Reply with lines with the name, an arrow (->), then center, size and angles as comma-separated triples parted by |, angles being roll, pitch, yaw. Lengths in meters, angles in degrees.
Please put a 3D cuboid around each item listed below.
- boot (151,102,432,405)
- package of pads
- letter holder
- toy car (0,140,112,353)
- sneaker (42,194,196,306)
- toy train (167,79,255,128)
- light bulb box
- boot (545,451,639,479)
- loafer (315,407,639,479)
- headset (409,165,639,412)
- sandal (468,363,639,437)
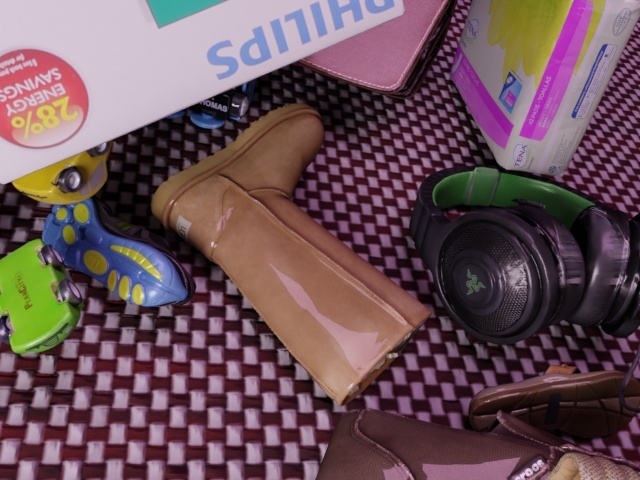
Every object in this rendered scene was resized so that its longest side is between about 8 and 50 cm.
boot -> 0.000, 0.000, 0.690 | 0.269, 0.089, 0.236 | 40, 60, 19
package of pads -> 0.262, -0.253, 0.861 | 0.101, 0.229, 0.296 | 6, 35, -10
letter holder -> -0.002, -0.288, 0.903 | 0.302, 0.152, 0.214 | 27, 73, 8
toy car -> -0.245, 0.012, 0.563 | 0.239, 0.053, 0.225 | -33, 52, -7
sneaker -> -0.189, 0.010, 0.636 | 0.188, 0.078, 0.067 | 31, 88, 29
toy train -> -0.166, -0.196, 0.821 | 0.184, 0.080, 0.105 | 18, 37, 3
light bulb box -> -0.172, -0.276, 0.617 | 0.358, 0.225, 0.361 | -25, 34, -7
boot -> 0.208, 0.258, 0.419 | 0.204, 0.261, 0.095 | 10, 15, -4
loafer -> 0.170, 0.186, 0.531 | 0.366, 0.133, 0.130 | 9, 47, -10
headset -> 0.243, 0.009, 0.661 | 0.244, 0.185, 0.394 | 0, 33, -18
sandal -> 0.218, 0.145, 0.641 | 0.180, 0.072, 0.049 | -1, 28, -12
